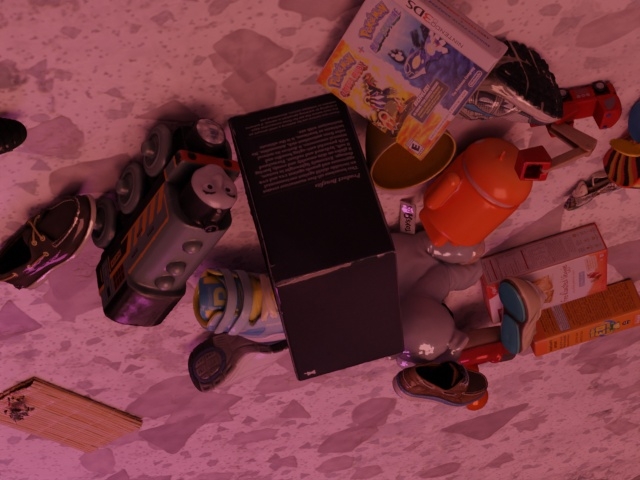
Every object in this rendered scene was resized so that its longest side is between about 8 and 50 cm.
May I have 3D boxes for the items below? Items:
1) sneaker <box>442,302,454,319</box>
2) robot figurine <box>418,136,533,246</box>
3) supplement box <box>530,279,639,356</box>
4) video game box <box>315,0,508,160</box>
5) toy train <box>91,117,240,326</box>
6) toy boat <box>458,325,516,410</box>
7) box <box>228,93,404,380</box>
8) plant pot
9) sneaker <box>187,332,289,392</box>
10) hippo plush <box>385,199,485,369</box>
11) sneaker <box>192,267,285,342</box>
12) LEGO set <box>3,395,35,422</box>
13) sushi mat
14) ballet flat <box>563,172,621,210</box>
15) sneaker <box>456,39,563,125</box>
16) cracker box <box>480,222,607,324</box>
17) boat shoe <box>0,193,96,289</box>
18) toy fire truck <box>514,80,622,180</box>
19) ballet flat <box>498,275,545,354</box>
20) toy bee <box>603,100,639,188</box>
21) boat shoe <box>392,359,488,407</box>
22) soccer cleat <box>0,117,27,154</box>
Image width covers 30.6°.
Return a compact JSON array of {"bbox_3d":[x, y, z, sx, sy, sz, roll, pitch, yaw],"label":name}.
[{"bbox_3d":[0.131,0.145,2.177,0.283,0.107,0.124,5,137,-43],"label":"sneaker"},{"bbox_3d":[0.252,-0.078,1.864,0.158,0.128,0.219,31,131,-14],"label":"robot figurine"},{"bbox_3d":[0.534,0.158,2.374,0.233,0.080,0.078,-19,149,1],"label":"supplement box"},{"bbox_3d":[0.116,-0.234,1.548,0.048,0.187,0.205,-47,175,-47],"label":"video game box"},{"bbox_3d":[-0.222,-0.023,1.682,0.142,0.190,0.334,10,139,-35],"label":"toy train"},{"bbox_3d":[0.288,0.263,2.317,0.231,0.151,0.151,-22,167,40],"label":"toy boat"},{"bbox_3d":[0.000,0.000,1.717,0.183,0.294,0.296,-14,147,-2],"label":"box"},{"bbox_3d":[0.119,-0.151,1.719,0.134,0.095,0.134,-17,148,-11],"label":"plant pot"},{"bbox_3d":[-0.106,0.179,2.134,0.297,0.111,0.129,-31,161,27],"label":"sneaker"},{"bbox_3d":[0.194,0.100,1.997,0.234,0.236,0.294,-17,147,1],"label":"hippo plush"},{"bbox_3d":[-0.077,0.097,1.905,0.319,0.127,0.208,-19,157,38],"label":"sneaker"},{"bbox_3d":[-0.558,0.315,2.154,0.054,0.023,0.083,-17,146,2],"label":"LEGO set"},{"bbox_3d":[-0.501,0.344,2.261,0.151,0.019,0.316,-29,145,21],"label":"sushi mat"},{"bbox_3d":[0.469,-0.091,2.023,0.114,0.041,0.041,-25,146,13],"label":"ballet flat"},{"bbox_3d":[0.225,-0.224,1.681,0.283,0.110,0.122,16,147,-30],"label":"sneaker"},{"bbox_3d":[0.419,0.066,2.198,0.232,0.067,0.155,-17,147,3],"label":"cracker box"},{"bbox_3d":[-0.413,0.003,1.738,0.069,0.081,0.228,11,141,-41],"label":"boat shoe"},{"bbox_3d":[0.377,-0.166,1.776,0.192,0.135,0.047,-10,146,-8],"label":"toy fire truck"},{"bbox_3d":[0.371,0.121,2.141,0.086,0.086,0.248,-14,149,-3],"label":"ballet flat"},{"bbox_3d":[0.553,-0.158,1.843,0.195,0.162,0.298,-10,146,-6],"label":"toy bee"},{"bbox_3d":[0.211,0.234,1.930,0.183,0.066,0.066,2,147,-32],"label":"boat shoe"},{"bbox_3d":[-0.474,-0.143,1.520,0.179,0.060,0.072,-4,144,-13],"label":"soccer cleat"}]
